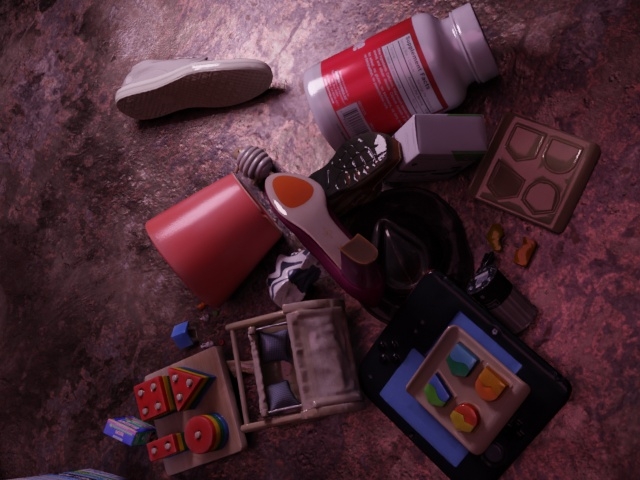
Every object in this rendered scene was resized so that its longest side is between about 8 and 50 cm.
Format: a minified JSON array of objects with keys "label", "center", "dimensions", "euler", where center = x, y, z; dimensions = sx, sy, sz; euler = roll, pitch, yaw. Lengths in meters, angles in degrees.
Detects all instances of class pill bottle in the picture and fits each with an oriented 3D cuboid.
[{"label":"pill bottle","center":[0.185,-0.370,1.775],"dimensions":[0.407,0.229,0.229],"euler":[-23,74,17]}]

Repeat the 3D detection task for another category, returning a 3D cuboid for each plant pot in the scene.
[{"label":"plant pot","center":[-0.242,-0.013,1.882],"dimensions":[0.243,0.275,0.275],"euler":[-39,69,1]}]

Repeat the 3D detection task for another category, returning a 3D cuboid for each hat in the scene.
[{"label":"hat","center":[0.178,0.030,1.765],"dimensions":[0.331,0.134,0.332],"euler":[-4,81,22]}]

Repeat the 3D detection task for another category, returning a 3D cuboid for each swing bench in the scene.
[{"label":"swing bench","center":[-0.057,0.284,1.771],"dimensions":[0.254,0.165,0.253],"euler":[-22,72,33]}]

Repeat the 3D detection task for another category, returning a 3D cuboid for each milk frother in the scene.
[{"label":"milk frother","center":[0.392,0.108,1.692],"dimensions":[0.135,0.129,0.143],"euler":[44,63,-13]}]

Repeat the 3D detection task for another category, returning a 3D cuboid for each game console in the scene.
[{"label":"game console","center":[0.286,0.304,1.660],"dimensions":[0.386,0.060,0.342],"euler":[42,119,21]}]

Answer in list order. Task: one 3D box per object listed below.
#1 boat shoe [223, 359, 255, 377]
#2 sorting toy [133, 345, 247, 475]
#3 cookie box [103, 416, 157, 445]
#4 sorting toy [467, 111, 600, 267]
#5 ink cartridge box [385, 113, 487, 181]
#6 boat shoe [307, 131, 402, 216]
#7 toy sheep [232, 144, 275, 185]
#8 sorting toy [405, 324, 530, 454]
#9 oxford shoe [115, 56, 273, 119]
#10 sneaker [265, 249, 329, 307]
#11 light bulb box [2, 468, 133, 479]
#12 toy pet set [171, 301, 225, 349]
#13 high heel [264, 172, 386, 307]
[{"label":"boat shoe","center":[-0.196,0.316,1.912],"dimensions":[0.135,0.050,0.045],"euler":[-6,74,21]},{"label":"sorting toy","center":[-0.330,0.420,1.901],"dimensions":[0.255,0.089,0.257],"euler":[-26,72,28]},{"label":"cookie box","center":[-0.475,0.480,1.965],"dimensions":[0.091,0.107,0.040],"euler":[18,88,23]},{"label":"sorting toy","center":[0.452,-0.109,1.733],"dimensions":[0.229,0.041,0.307],"euler":[26,91,19]},{"label":"ink cartridge box","center":[0.243,-0.199,1.706],"dimensions":[0.160,0.219,0.093],"euler":[-2,79,-14]},{"label":"boat shoe","center":[0.081,-0.143,1.781],"dimensions":[0.324,0.119,0.123],"euler":[-29,55,50]},{"label":"toy sheep","center":[-0.165,-0.192,1.967],"dimensions":[0.132,0.091,0.091],"euler":[32,94,9]},{"label":"sorting toy","center":[0.297,0.308,1.607],"dimensions":[0.208,0.038,0.193],"euler":[40,112,23]},{"label":"oxford shoe","center":[-0.336,-0.425,2.039],"dimensions":[0.449,0.169,0.130],"euler":[-6,60,22]},{"label":"sneaker","center":[-0.040,0.049,1.854],"dimensions":[0.235,0.094,0.153],"euler":[-49,30,-2]},{"label":"light bulb box","center":[-0.529,0.687,1.816],"dimensions":[0.357,0.361,0.225],"euler":[5,82,22]},{"label":"toy pet set","center":[-0.314,0.219,1.967],"dimensions":[0.114,0.065,0.122],"euler":[-21,74,17]},{"label":"high heel","center":[0.000,0.000,1.743],"dimensions":[0.127,0.181,0.377],"euler":[-30,53,-17]}]
